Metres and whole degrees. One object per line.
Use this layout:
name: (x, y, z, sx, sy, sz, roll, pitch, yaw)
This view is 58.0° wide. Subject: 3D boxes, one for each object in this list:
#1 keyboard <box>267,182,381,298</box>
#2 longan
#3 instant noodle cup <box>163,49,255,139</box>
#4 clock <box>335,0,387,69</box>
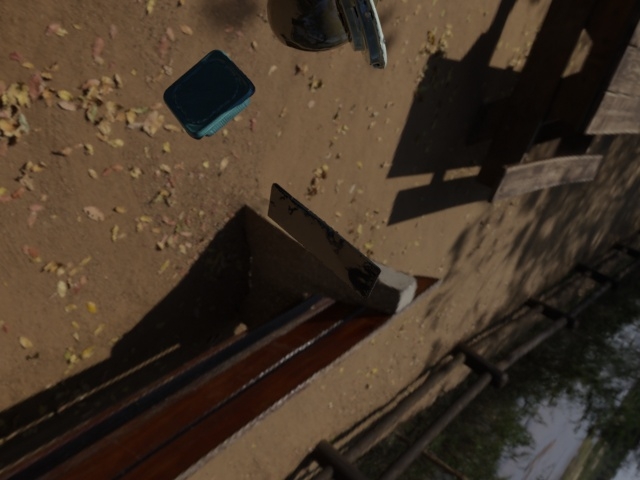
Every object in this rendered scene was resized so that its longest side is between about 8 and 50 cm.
keyboard: (0.001, -0.001, 0.797, 0.015, 0.196, 0.074, -38, 158, -30)
longan: (0.006, -0.592, 1.406, 0.300, 0.300, 0.243, -37, 115, -32)
instant noodle cup: (-0.242, -0.318, 1.288, 0.179, 0.157, 0.070, -40, 160, 3)
clock: (0.063, -0.431, 1.092, 0.053, 0.236, 0.236, -22, 145, 3)
